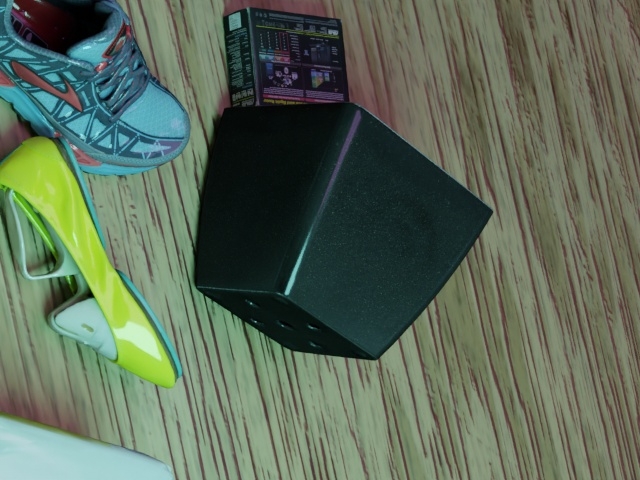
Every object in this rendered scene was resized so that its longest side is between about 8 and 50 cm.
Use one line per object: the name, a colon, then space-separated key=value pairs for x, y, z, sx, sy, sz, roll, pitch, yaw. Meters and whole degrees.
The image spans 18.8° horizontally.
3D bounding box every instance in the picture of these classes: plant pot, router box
plant pot: x=0.000 y=0.000 z=1.665 sx=0.187 sy=0.188 sz=0.167 roll=36 pitch=70 yaw=-34
router box: x=-0.029 y=-0.159 z=1.759 sx=0.122 sy=0.038 sz=0.092 roll=2 pitch=79 yaw=-44

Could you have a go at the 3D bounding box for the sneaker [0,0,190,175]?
sneaker: x=-0.191 y=-0.137 z=1.531 sx=0.262 sy=0.125 sz=0.104 roll=34 pitch=59 yaw=-35

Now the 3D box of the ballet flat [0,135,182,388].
ballet flat: x=-0.194 y=0.029 z=1.539 sx=0.077 sy=0.077 sz=0.231 roll=-30 pitch=100 yaw=-23

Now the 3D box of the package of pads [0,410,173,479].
package of pads: x=-0.259 y=0.231 z=1.368 sx=0.296 sy=0.101 sz=0.229 roll=20 pitch=66 yaw=-28
